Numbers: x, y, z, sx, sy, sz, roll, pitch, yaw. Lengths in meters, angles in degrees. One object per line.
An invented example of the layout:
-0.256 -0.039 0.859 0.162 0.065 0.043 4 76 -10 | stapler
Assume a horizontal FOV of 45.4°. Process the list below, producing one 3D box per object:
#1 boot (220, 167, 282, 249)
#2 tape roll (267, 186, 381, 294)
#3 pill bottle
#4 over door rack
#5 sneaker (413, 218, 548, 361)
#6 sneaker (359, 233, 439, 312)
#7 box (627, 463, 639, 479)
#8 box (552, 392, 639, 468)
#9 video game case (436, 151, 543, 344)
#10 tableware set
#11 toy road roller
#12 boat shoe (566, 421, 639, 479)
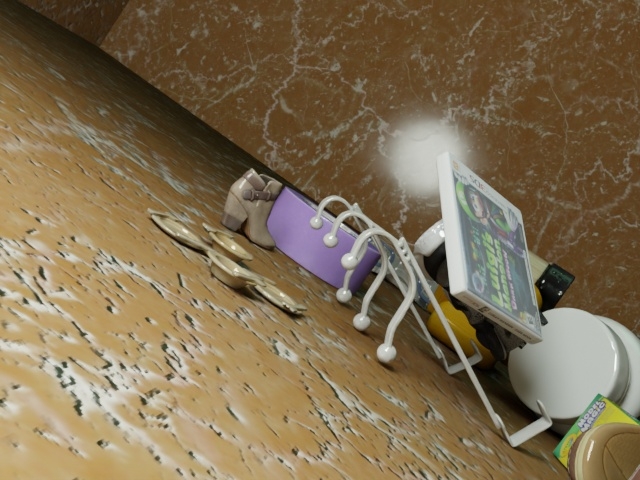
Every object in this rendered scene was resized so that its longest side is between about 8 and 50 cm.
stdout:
-0.079 -0.043 1.030 0.042 0.087 0.118 37 4 40 | boot
0.000 0.000 1.209 0.189 0.080 0.189 34 6 -4 | tape roll
0.464 0.241 1.274 0.361 0.204 0.204 30 7 -47 | pill bottle
0.110 0.102 0.936 0.324 0.108 0.239 48 1 -17 | over door rack
0.216 0.065 0.994 0.153 0.101 0.268 52 4 30 | sneaker
0.211 0.075 1.791 0.297 0.111 0.129 36 -1 3 | sneaker
0.292 0.228 0.451 0.168 0.167 0.203 33 5 -22 | box
0.358 0.261 0.947 0.043 0.105 0.179 35 4 -10 | box
0.202 0.009 0.911 0.173 0.022 0.190 30 47 -38 | video game case
-0.090 0.019 0.766 0.168 0.020 0.141 38 6 31 | tableware set
0.297 0.144 1.434 0.202 0.240 0.329 36 -32 15 | toy road roller
0.358 0.289 0.777 0.342 0.123 0.123 30 -24 -20 | boat shoe
